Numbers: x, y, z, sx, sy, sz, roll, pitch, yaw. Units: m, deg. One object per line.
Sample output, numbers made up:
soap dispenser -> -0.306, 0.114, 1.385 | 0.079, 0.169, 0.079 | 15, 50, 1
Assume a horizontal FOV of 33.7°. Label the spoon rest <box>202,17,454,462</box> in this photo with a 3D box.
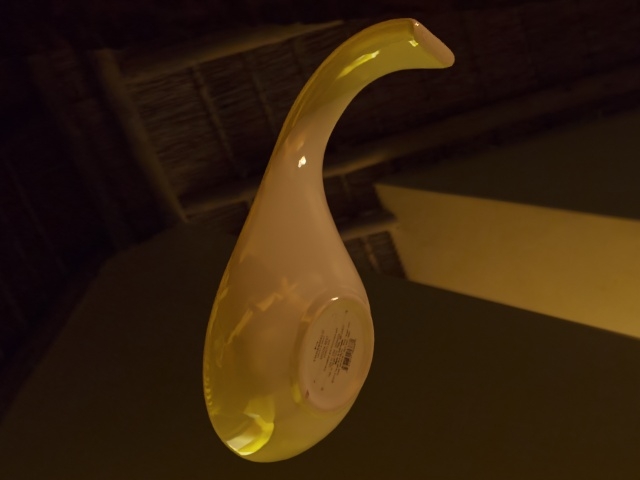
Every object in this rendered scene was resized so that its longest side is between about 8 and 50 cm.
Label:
spoon rest -> 0.000, 0.000, 0.647 | 0.137, 0.084, 0.276 | 28, -102, -50
